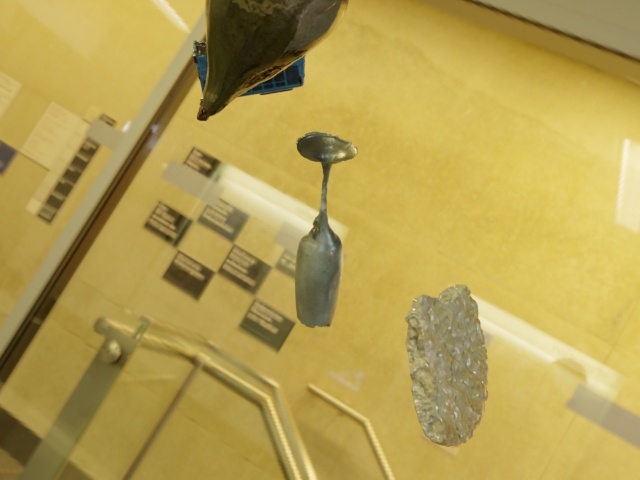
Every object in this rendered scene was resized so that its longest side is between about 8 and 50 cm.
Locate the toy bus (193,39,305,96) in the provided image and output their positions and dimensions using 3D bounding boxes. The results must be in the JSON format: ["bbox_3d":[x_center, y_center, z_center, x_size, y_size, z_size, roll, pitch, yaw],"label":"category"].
[{"bbox_3d":[-0.114,-0.296,1.308,0.090,0.184,0.106,-104,-175,-59],"label":"toy bus"}]

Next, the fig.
[{"bbox_3d":[-0.065,-0.202,0.699,0.127,0.184,0.133,56,5,-27],"label":"fig"}]

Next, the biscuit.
[{"bbox_3d":[0.164,0.148,1.013,0.040,0.265,0.188,-21,-64,32],"label":"biscuit"}]

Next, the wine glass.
[{"bbox_3d":[0.000,0.000,0.968,0.074,0.074,0.262,28,-50,31],"label":"wine glass"}]
